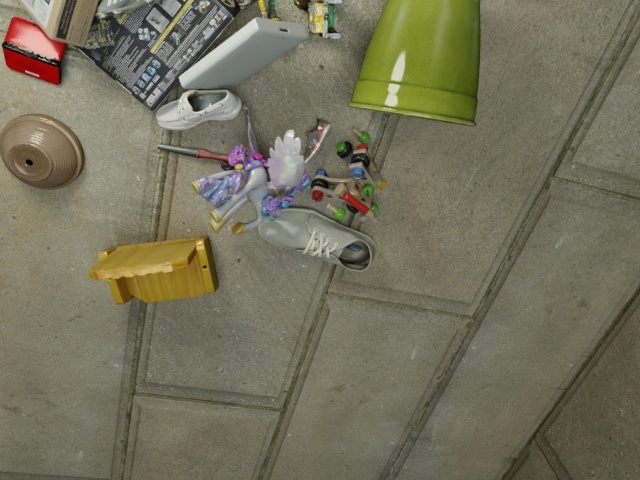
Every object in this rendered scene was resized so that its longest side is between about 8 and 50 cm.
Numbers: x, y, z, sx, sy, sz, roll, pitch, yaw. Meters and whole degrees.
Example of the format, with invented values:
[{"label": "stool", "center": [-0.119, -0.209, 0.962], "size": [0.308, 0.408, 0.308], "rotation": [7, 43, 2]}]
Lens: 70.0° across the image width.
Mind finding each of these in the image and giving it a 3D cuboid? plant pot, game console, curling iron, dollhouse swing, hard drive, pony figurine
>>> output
[{"label": "plant pot", "center": [-0.857, -0.252, 1.384], "size": [0.238, 0.109, 0.237], "rotation": [-3, 120, -6]}, {"label": "game console", "center": [-0.800, -0.531, 1.291], "size": [0.144, 0.085, 0.124], "rotation": [18, 146, -15]}, {"label": "curling iron", "center": [-0.385, -0.266, 1.476], "size": [0.274, 0.035, 0.068], "rotation": [14, 116, -14]}, {"label": "dollhouse swing", "center": [-0.547, 0.146, 1.532], "size": [0.348, 0.304, 0.314], "rotation": [-7, 119, -4]}, {"label": "hard drive", "center": [-0.205, -0.486, 1.214], "size": [0.308, 0.203, 0.040], "rotation": [-17, 96, 38]}, {"label": "plant pot", "center": [0.285, -0.522, 1.265], "size": [0.367, 0.366, 0.352], "rotation": [6, 107, -10]}, {"label": "pony figurine", "center": [-0.197, -0.195, 1.406], "size": [0.364, 0.303, 0.350], "rotation": [-33, 145, -17]}]

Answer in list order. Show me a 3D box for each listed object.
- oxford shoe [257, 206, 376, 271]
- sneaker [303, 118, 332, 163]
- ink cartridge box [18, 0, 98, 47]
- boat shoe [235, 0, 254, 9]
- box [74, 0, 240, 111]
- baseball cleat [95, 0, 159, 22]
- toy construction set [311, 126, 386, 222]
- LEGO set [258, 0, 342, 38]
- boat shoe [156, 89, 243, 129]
[{"label": "oxford shoe", "center": [0.000, 0.000, 1.621], "size": [0.450, 0.130, 0.169], "rotation": [18, 117, -15]}, {"label": "sneaker", "center": [-0.024, -0.324, 1.489], "size": [0.065, 0.061, 0.157], "rotation": [35, 111, 6]}, {"label": "ink cartridge box", "center": [-0.632, -0.616, 1.098], "size": [0.088, 0.234, 0.193], "rotation": [-10, 139, -54]}, {"label": "boat shoe", "center": [-0.328, -0.697, 1.209], "size": [0.325, 0.096, 0.116], "rotation": [14, 117, -14]}, {"label": "box", "center": [-0.455, -0.579, 1.198], "size": [0.318, 0.097, 0.395], "rotation": [38, 127, -26]}, {"label": "baseball cleat", "center": [-0.461, -0.598, 1.086], "size": [0.206, 0.072, 0.109], "rotation": [-9, 112, 16]}, {"label": "toy construction set", "center": [0.131, -0.149, 1.470], "size": [0.237, 0.308, 0.257], "rotation": [33, 118, -27]}, {"label": "LEGO set", "center": [-0.046, -0.669, 1.206], "size": [0.255, 0.192, 0.330], "rotation": [6, 117, -11]}, {"label": "boat shoe", "center": [-0.370, -0.395, 1.334], "size": [0.278, 0.098, 0.096], "rotation": [-7, 162, 15]}]
